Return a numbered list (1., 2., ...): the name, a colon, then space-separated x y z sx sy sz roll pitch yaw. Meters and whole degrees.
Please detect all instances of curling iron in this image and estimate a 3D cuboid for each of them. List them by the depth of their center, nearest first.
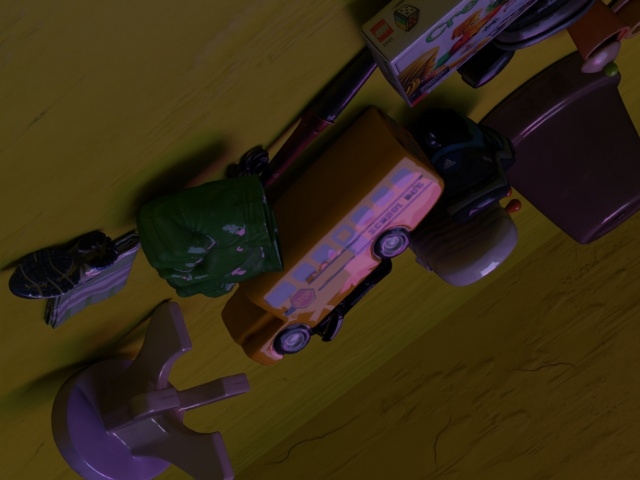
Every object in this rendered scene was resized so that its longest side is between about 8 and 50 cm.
1. curling iron: -0.008 -0.132 1.678 0.274 0.035 0.068 -41 166 27

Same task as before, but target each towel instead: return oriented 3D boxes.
1. towel: -0.256 0.049 1.736 0.113 0.023 0.152 -29 167 -23

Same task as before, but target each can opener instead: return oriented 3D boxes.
1. can opener: 0.228 -0.258 1.787 0.186 0.073 0.059 -46 159 7

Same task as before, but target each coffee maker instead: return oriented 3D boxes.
1. coffee maker: 0.022 0.049 2.329 0.178 0.120 0.171 -46 -173 46

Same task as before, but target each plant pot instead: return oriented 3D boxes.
1. plant pot: 0.388 -0.127 2.315 0.263 0.229 0.263 -33 167 -9

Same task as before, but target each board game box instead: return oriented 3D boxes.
1. board game box: 0.182 -0.272 1.560 0.305 0.053 0.193 -41 167 3

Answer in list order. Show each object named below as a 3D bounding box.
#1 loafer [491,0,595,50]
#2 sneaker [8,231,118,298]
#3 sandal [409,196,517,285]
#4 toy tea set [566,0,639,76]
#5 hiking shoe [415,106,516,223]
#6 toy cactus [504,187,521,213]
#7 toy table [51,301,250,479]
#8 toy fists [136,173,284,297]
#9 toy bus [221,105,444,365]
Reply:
1. loafer: 0.286 -0.317 1.692 0.267 0.096 0.084 -36 132 -6
2. sneaker: -0.271 0.038 1.590 0.135 0.052 0.058 -21 166 -47
3. sandal: 0.194 -0.014 2.139 0.169 0.102 0.416 -32 -162 11
4. toy tea set: 0.492 -0.326 2.070 0.336 0.124 0.200 -37 168 9
5. hiking shoe: 0.189 -0.130 2.041 0.113 0.132 0.304 -30 -168 9
6. toy cactus: 0.225 -0.064 2.487 0.219 0.112 0.180 -36 149 18
7. toy table: -0.221 0.225 2.069 0.161 0.252 0.274 -22 -177 26
8. toy fists: -0.121 0.004 1.700 0.142 0.096 0.279 -10 169 2
9. toy bus: 0.000 0.000 1.883 0.332 0.108 0.130 -44 136 14
